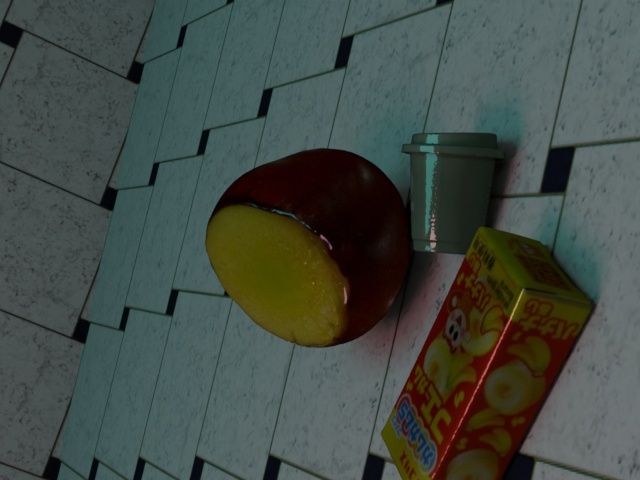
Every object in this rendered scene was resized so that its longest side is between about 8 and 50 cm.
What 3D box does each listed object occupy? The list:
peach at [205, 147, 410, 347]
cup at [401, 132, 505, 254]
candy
[{"bbox_3d":[0.000,0.000,1.722,0.274,0.248,0.245,10,64,56],"label":"peach"},{"bbox_3d":[0.152,-0.054,1.573,0.120,0.120,0.141,-169,80,-68],"label":"cup"},{"bbox_3d":[0.168,0.139,1.424,0.276,0.088,0.146,-67,24,23],"label":"candy"}]
